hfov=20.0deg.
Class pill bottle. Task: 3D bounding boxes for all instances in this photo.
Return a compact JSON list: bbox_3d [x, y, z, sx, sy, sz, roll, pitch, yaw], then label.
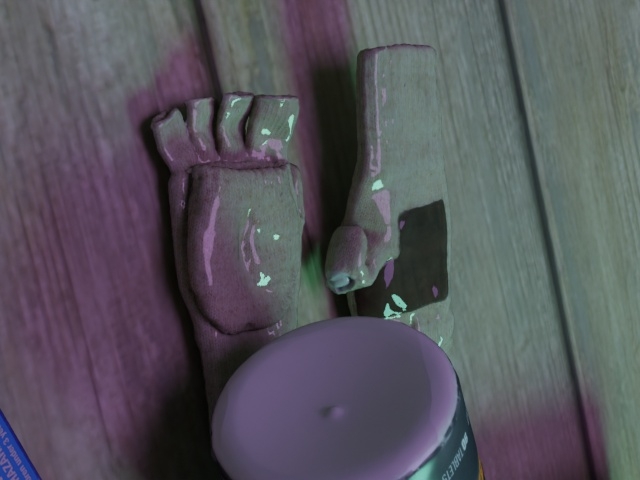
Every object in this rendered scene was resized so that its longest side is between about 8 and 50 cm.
[{"bbox_3d":[0.033,0.168,0.974,0.130,0.130,0.246,-60,146,-38],"label":"pill bottle"}]

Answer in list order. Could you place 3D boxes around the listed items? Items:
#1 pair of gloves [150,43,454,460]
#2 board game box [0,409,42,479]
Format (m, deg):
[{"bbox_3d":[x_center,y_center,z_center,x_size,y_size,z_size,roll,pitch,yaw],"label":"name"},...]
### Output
[{"bbox_3d":[0.000,0.000,1.038,0.240,0.042,0.204,-22,110,-48],"label":"pair of gloves"},{"bbox_3d":[-0.258,0.097,0.640,0.318,0.066,0.319,-51,125,-43],"label":"board game box"}]
